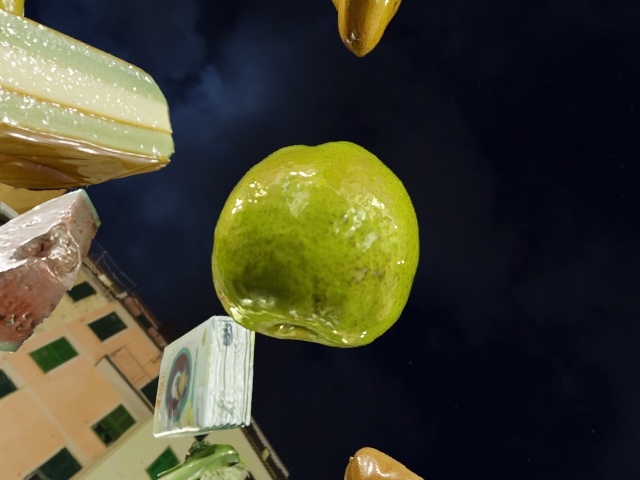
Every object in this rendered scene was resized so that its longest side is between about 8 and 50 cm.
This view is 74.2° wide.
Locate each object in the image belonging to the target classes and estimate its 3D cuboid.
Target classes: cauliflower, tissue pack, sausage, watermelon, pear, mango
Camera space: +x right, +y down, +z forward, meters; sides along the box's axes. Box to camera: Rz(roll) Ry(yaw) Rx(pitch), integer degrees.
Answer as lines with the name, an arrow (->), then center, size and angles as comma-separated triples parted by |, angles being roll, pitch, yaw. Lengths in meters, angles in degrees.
cauliflower -> -0.328, 0.640, 1.075 | 0.316, 0.256, 0.238 | 5, -49, -22
tissue pack -> -0.340, 0.405, 1.218 | 0.388, 0.162, 0.287 | -34, -132, 46
sausage -> 0.164, 0.608, 1.024 | 0.241, 0.136, 0.120 | 19, -29, 32
watermelon -> -0.468, 0.046, 0.711 | 0.226, 0.318, 0.148 | -5, -54, 30
pear -> 0.000, 0.000, 0.771 | 0.391, 0.391, 0.390 | 4, -76, 18
mango -> 0.074, -0.415, 0.648 | 0.120, 0.177, 0.294 | -2, -121, -7

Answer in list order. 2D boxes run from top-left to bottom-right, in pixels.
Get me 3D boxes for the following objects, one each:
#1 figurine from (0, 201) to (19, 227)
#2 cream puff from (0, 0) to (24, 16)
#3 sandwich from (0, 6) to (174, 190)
figurine -> -0.743, 0.003, 0.941 | 0.143, 0.309, 0.308 | 47, -61, 46
cream puff -> -0.591, -0.330, 0.577 | 0.379, 0.378, 0.275 | -3, -65, 19
sandwich -> -0.329, -0.167, 0.522 | 0.228, 0.198, 0.155 | -10, -98, -3
